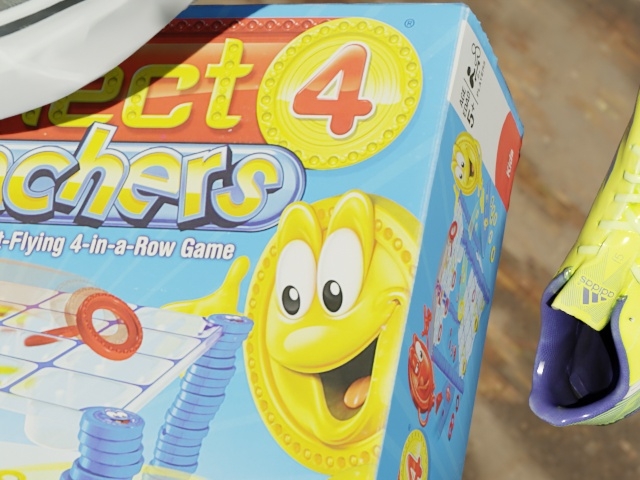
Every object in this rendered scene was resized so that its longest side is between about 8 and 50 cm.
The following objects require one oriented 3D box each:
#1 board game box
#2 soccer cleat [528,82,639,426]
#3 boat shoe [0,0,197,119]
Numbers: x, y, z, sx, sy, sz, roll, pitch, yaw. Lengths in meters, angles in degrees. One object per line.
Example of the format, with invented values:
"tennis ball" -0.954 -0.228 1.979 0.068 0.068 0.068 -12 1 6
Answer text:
"board game box" -0.106 0.066 0.629 0.086 0.308 0.302 56 41 -57
"soccer cleat" 0.202 0.002 1.134 0.121 0.289 0.093 -20 44 -38
"boat shoe" -0.062 -0.134 0.507 0.119 0.335 0.121 34 51 -33
